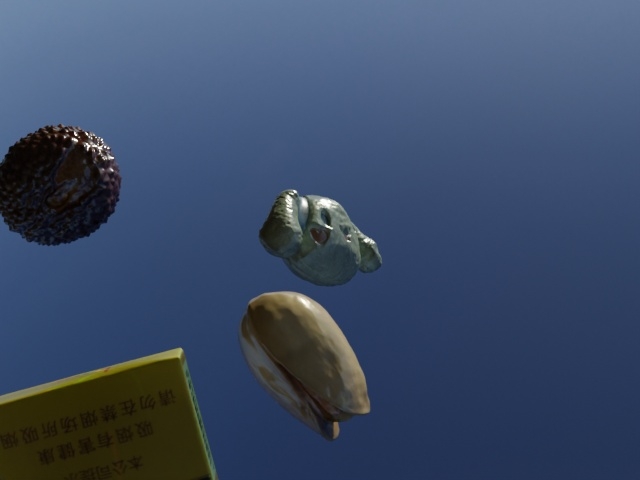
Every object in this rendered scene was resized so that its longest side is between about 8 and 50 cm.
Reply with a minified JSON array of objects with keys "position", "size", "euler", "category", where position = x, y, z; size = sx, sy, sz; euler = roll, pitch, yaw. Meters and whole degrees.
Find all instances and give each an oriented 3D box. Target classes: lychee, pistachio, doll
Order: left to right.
[{"position":[-0.397,-0.090,1.045],"size":[0.188,0.188,0.188],"euler":[-22,-135,23],"category":"lychee"},{"position":[-0.034,0.227,1.278],"size":[0.187,0.187,0.299],"euler":[-40,-99,4],"category":"pistachio"},{"position":[0.000,0.000,0.786],"size":[0.072,0.214,0.103],"euler":[-26,-114,30],"category":"doll"}]

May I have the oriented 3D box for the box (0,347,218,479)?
[{"position":[-0.149,0.237,0.543],"size":[0.153,0.278,0.041],"euler":[-14,-174,-6],"category":"box"}]
